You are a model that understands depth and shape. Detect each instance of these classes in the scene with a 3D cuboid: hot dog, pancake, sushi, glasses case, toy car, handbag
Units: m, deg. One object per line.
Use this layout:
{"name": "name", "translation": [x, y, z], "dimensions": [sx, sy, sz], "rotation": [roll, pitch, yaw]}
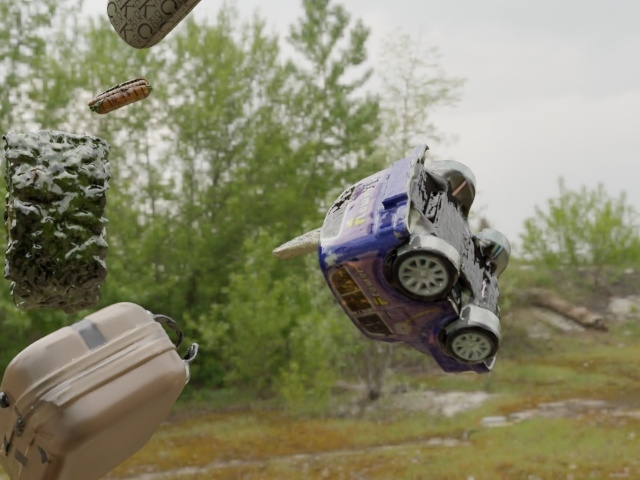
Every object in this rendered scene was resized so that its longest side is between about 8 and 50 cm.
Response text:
{"name": "hot dog", "translation": [-0.353, -0.257, 1.584], "dimensions": [0.122, 0.049, 0.037], "rotation": [-20, -44, 5]}
{"name": "pancake", "translation": [0.000, 0.000, 1.359], "dimensions": [0.158, 0.028, 0.158], "rotation": [-16, 7, 2]}
{"name": "sushi", "translation": [-0.460, -0.021, 1.566], "dimensions": [0.178, 0.294, 0.352], "rotation": [0, -15, -18]}
{"name": "glasses case", "translation": [-0.290, -0.519, 1.775], "dimensions": [0.354, 0.137, 0.085], "rotation": [-37, -1, 32]}
{"name": "toy car", "translation": [0.102, 0.033, 0.959], "dimensions": [0.158, 0.235, 0.172], "rotation": [-18, 30, 28]}
{"name": "handbag", "translation": [-0.283, 0.203, 1.184], "dimensions": [0.283, 0.149, 0.302], "rotation": [-28, -18, -36]}
